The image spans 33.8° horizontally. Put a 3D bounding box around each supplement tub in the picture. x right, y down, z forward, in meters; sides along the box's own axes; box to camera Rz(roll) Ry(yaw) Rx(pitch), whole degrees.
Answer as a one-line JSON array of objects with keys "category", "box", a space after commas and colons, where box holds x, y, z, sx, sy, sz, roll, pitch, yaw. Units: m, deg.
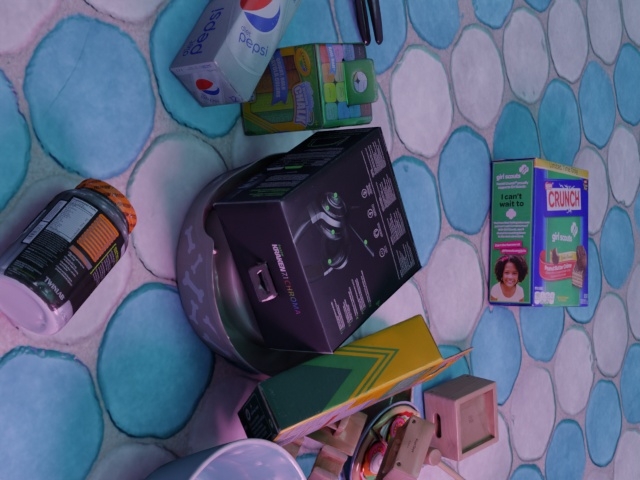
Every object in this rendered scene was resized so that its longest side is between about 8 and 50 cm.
[{"category": "supplement tub", "box": [-0.322, 0.016, 1.329, 0.190, 0.117, 0.117, -55, 129, -36]}]

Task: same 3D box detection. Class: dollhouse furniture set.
[{"category": "dollhouse furniture set", "box": [0.045, 0.322, 1.744, 0.161, 0.242, 0.212, 112, 2, -62]}]

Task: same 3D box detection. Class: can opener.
[{"category": "can opener", "box": [0.081, -0.439, 1.881, 0.073, 0.059, 0.186, -33, 114, -47]}]

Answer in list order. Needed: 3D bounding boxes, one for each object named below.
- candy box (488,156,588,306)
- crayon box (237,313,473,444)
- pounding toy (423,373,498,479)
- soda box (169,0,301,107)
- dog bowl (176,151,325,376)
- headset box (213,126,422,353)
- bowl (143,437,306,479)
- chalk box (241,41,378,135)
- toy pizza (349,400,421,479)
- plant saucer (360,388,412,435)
[{"category": "candy box", "box": [0.486, -0.012, 2.323, 0.268, 0.122, 0.317, 4, 85, -50]}, {"category": "crayon box", "box": [0.047, 0.211, 1.589, 0.322, 0.203, 0.083, -20, 75, -20]}, {"category": "pounding toy", "box": [0.247, 0.380, 2.052, 0.206, 0.094, 0.181, -15, 106, -41]}, {"category": "soda box", "box": [-0.113, -0.340, 1.610, 0.091, 0.098, 0.286, 49, 54, -38]}, {"category": "dog bowl", "box": [-0.081, 0.038, 1.638, 0.348, 0.102, 0.349, 1, 89, -52]}, {"category": "headset box", "box": [0.000, 0.000, 1.554, 0.283, 0.131, 0.246, -41, 120, -43]}, {"category": "bowl", "box": [-0.165, 0.427, 1.477, 0.311, 0.163, 0.312, 2, 88, -52]}, {"category": "chalk box", "box": [-0.007, -0.238, 1.645, 0.132, 0.213, 0.132, -13, 99, -50]}, {"category": "toy pizza", "box": [0.126, 0.385, 1.893, 0.201, 0.032, 0.201, -25, 125, -41]}, {"category": "plant saucer", "box": [0.098, 0.268, 1.906, 0.198, 0.036, 0.199, 3, 86, -51]}]
